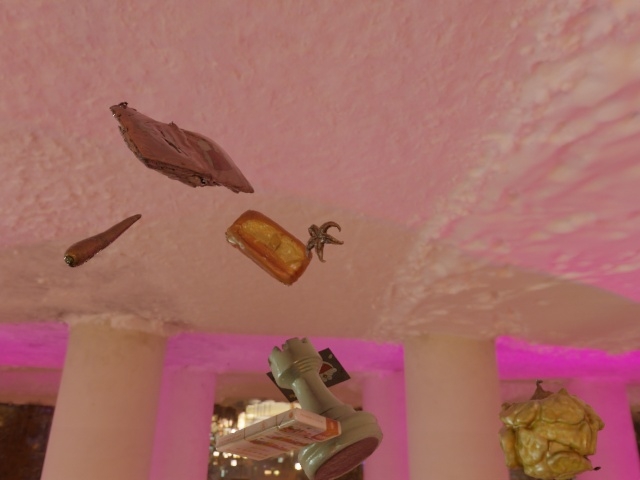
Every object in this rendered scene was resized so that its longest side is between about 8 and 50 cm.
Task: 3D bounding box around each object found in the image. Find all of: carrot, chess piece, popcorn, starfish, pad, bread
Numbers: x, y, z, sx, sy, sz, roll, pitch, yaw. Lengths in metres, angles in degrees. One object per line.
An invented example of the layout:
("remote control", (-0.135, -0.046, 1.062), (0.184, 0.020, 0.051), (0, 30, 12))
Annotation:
("carrot", (-0.493, -0.009, 1.219), (0.049, 0.254, 0.049), (10, 119, 18))
("chess piece", (-0.009, 0.370, 1.214), (0.195, 0.299, 0.194), (-21, 141, -18))
("popcorn", (0.405, 0.325, 0.922), (0.195, 0.173, 0.168), (6, 132, -48))
("starfish", (0.000, 0.000, 0.939), (0.028, 0.078, 0.091), (14, 130, -41))
("pad", (-0.040, 0.467, 1.821), (0.246, 0.006, 0.170), (-25, 119, 13))
("bread", (-0.164, 0.025, 1.747), (0.288, 0.152, 0.119), (37, 170, 12))

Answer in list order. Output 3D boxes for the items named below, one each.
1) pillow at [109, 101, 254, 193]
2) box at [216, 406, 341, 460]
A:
("pillow", (-0.213, -0.133, 0.830), (0.049, 0.135, 0.248), (-43, 157, 16))
("box", (-0.082, 0.373, 1.009), (0.220, 0.032, 0.122), (-31, 134, 31))
